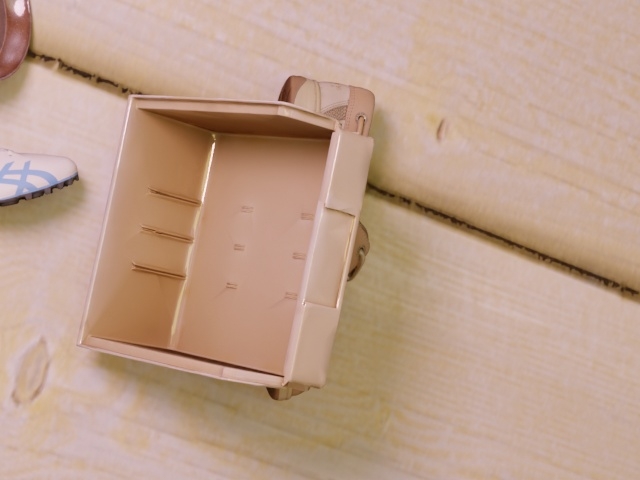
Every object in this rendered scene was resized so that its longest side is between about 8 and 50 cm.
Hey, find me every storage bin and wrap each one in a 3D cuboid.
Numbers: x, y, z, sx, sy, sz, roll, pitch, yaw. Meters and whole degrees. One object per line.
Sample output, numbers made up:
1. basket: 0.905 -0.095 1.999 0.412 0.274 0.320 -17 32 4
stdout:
1. storage bin: -0.093 0.002 1.572 0.123 0.260 0.262 15 85 -42

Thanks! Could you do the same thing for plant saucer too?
1. plant saucer: -0.350 -0.238 1.586 0.029 0.168 0.168 -9 92 27

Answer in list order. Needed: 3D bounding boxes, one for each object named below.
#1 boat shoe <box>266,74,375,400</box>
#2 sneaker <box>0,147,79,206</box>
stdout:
1. boat shoe: 0.000 0.000 1.674 0.110 0.121 0.341 6 87 -14
2. sneaker: -0.360 -0.075 1.599 0.237 0.085 0.086 -2 95 -16
